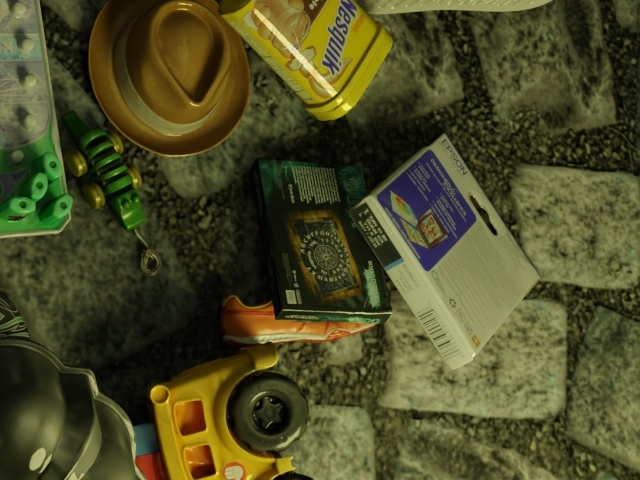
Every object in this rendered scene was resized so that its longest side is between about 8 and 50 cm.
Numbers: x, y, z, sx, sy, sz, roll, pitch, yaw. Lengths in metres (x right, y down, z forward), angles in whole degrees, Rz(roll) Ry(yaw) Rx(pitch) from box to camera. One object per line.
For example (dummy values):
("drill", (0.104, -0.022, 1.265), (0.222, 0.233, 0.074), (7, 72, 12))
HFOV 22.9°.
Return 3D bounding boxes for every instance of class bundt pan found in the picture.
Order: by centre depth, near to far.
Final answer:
("bundt pan", (-0.296, 0.253, 1.359), (0.330, 0.124, 0.331), (-6, 108, -20))

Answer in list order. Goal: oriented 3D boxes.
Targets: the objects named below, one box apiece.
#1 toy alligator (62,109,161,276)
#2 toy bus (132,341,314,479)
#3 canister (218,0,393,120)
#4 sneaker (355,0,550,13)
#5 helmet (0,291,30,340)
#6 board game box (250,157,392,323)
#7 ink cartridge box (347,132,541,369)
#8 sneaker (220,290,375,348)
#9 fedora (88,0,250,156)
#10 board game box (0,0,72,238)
("toy alligator", (-0.205, -0.052, 1.602), (0.056, 0.051, 0.190), (-30, 92, -25))
("toy bus", (-0.110, 0.227, 1.545), (0.211, 0.149, 0.220), (-13, 87, -12))
("canister", (-0.016, -0.229, 1.683), (0.170, 0.073, 0.126), (44, 65, -29))
("sneaker", (0.097, -0.345, 1.775), (0.365, 0.135, 0.150), (5, 46, -17))
("helmet", (-0.349, 0.106, 1.455), (0.161, 0.169, 0.169), (-13, 84, -8))
("board game box", (0.000, 0.000, 1.661), (0.126, 0.026, 0.186), (4, 57, -23))
("ink cartridge box", (0.139, 0.007, 1.724), (0.206, 0.045, 0.208), (56, 36, -4))
("sneaker", (-0.019, 0.075, 1.649), (0.175, 0.064, 0.067), (-1, 83, -24))
("fedora", (-0.147, -0.187, 1.641), (0.194, 0.079, 0.194), (5, 78, -23))
("board game box", (-0.444, -0.187, 1.512), (0.389, 0.050, 0.390), (-5, 81, -29))
